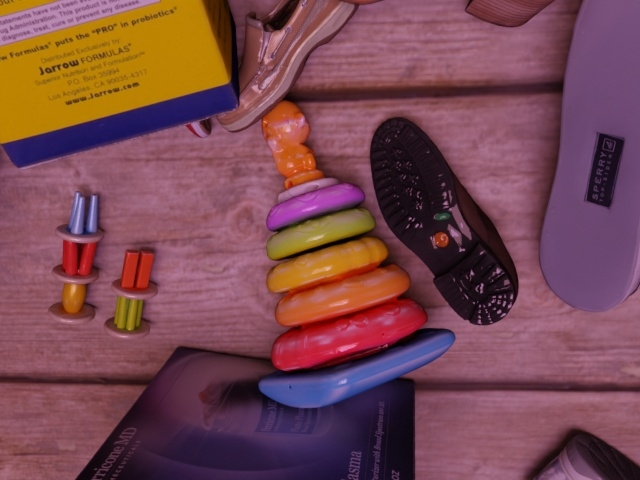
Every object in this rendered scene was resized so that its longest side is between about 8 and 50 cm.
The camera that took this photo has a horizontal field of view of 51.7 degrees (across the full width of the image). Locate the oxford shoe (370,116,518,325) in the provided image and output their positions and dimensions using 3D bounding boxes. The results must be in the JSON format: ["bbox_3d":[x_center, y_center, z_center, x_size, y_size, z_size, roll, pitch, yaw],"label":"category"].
[{"bbox_3d":[0.125,-0.023,0.676,0.082,0.096,0.227,-32,81,28],"label":"oxford shoe"}]

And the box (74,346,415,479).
[{"bbox_3d":[-0.059,0.263,0.664,0.293,0.296,0.183,7,107,5],"label":"box"}]

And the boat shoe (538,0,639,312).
[{"bbox_3d":[0.310,-0.113,0.587,0.135,0.156,0.367,29,128,41],"label":"boat shoe"}]

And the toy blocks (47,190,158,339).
[{"bbox_3d":[-0.242,0.027,0.748,0.123,0.054,0.148,14,107,4],"label":"toy blocks"}]

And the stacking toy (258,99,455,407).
[{"bbox_3d":[0.000,0.000,0.672,0.175,0.165,0.302,-23,83,56],"label":"stacking toy"}]

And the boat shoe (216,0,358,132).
[{"bbox_3d":[-0.049,-0.193,0.643,0.190,0.068,0.072,-49,134,9],"label":"boat shoe"}]

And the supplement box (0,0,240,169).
[{"bbox_3d":[-0.205,-0.268,0.488,0.195,0.194,0.357,-14,128,3],"label":"supplement box"}]

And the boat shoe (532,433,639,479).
[{"bbox_3d":[0.378,0.351,0.731,0.320,0.118,0.103,38,113,0],"label":"boat shoe"}]

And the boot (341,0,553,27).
[{"bbox_3d":[0.097,-0.270,0.513,0.283,0.220,0.109,18,76,-5],"label":"boot"}]

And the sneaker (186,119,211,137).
[{"bbox_3d":[-0.170,-0.145,0.695,0.067,0.042,0.118,-35,91,11],"label":"sneaker"}]
